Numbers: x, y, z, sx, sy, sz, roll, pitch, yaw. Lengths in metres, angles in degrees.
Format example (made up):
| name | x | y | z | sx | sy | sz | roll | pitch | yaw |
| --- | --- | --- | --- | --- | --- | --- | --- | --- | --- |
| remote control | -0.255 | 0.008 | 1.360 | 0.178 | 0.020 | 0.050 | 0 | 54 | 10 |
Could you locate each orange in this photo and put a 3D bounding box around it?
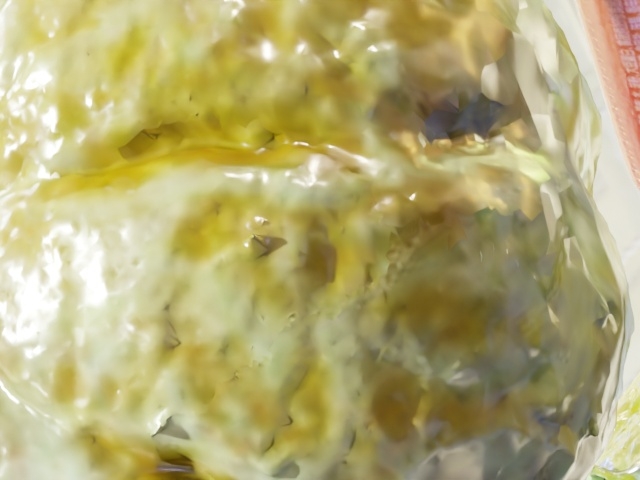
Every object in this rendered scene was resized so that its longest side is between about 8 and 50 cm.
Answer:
| name | x | y | z | sx | sy | sz | roll | pitch | yaw |
| --- | --- | --- | --- | --- | --- | --- | --- | --- | --- |
| orange | 0.000 | 0.000 | 0.560 | 0.210 | 0.271 | 0.369 | -21 | -113 | 33 |

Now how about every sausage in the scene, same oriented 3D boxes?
| name | x | y | z | sx | sy | sz | roll | pitch | yaw |
| --- | --- | --- | --- | --- | --- | --- | --- | --- | --- |
| sausage | 0.182 | -0.092 | 0.825 | 0.074 | 0.274 | 0.074 | -12 | -129 | 15 |

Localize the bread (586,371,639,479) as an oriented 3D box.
| name | x | y | z | sx | sy | sz | roll | pitch | yaw |
| --- | --- | --- | --- | --- | --- | --- | --- | --- | --- |
| bread | 0.347 | 0.137 | 1.122 | 0.376 | 0.208 | 0.251 | -42 | -160 | -6 |
